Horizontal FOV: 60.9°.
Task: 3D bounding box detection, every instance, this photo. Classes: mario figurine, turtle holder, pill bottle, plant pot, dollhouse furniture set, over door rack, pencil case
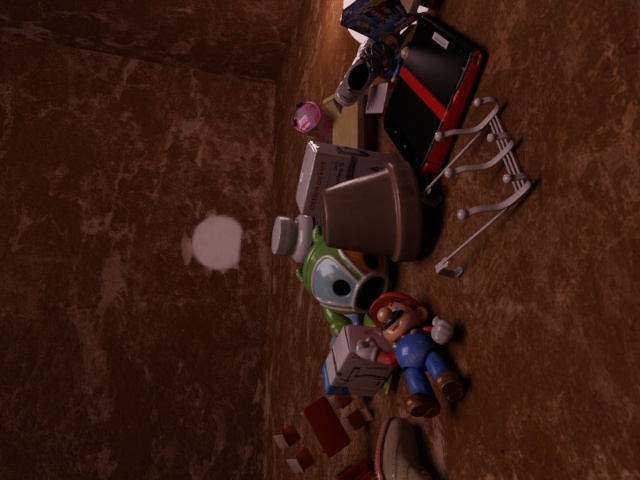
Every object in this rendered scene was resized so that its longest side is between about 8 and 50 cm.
[{"bbox_3d":[0.185,0.229,1.227,0.320,0.198,0.170,-113,11,-53],"label":"mario figurine"},{"bbox_3d":[0.066,0.122,1.592,0.320,0.243,0.227,-55,45,8],"label":"turtle holder"},{"bbox_3d":[0.000,0.000,1.778,0.169,0.302,0.169,-173,90,-75],"label":"pill bottle"},{"bbox_3d":[0.120,-0.066,1.394,0.263,0.229,0.263,175,90,-86],"label":"plant pot"},{"bbox_3d":[0.044,0.571,1.532,0.259,0.262,0.135,58,153,8],"label":"dollhouse furniture set"},{"bbox_3d":[0.289,-0.104,1.139,0.324,0.108,0.239,115,157,-49],"label":"over door rack"},{"bbox_3d":[0.006,-0.407,2.015,0.284,0.124,0.124,24,-114,-60],"label":"pencil case"}]

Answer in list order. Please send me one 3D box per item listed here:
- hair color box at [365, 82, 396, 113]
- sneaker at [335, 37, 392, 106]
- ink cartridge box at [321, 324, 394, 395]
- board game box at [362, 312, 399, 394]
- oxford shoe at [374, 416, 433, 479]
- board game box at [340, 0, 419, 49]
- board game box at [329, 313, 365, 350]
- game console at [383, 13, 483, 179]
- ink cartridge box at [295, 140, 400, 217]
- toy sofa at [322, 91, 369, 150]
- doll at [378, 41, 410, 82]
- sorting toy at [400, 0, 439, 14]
[{"bbox_3d":[0.198,-0.444,1.722,0.167,0.053,0.093,-140,58,-70],"label":"hair color box"},{"bbox_3d":[0.154,-0.551,1.721,0.281,0.105,0.115,-61,10,-5],"label":"sneaker"},{"bbox_3d":[0.104,0.320,1.433,0.086,0.148,0.203,-99,22,-44],"label":"ink cartridge box"},{"bbox_3d":[0.166,0.316,1.545,0.259,0.039,0.124,-122,41,-69],"label":"board game box"},{"bbox_3d":[0.217,0.546,1.164,0.146,0.140,0.397,-38,33,26],"label":"oxford shoe"},{"bbox_3d":[0.195,-0.665,1.635,0.194,0.194,0.060,-15,59,51],"label":"board game box"},{"bbox_3d":[0.089,0.316,1.842,0.145,0.027,0.281,-100,22,-49],"label":"board game box"},{"bbox_3d":[0.279,-0.375,1.415,0.386,0.060,0.342,-107,31,-55],"label":"game console"},{"bbox_3d":[0.082,-0.165,1.605,0.114,0.273,0.198,-111,31,-60],"label":"ink cartridge box"},{"bbox_3d":[0.117,-0.326,1.848,0.150,0.177,0.362,-20,61,46],"label":"toy sofa"},{"bbox_3d":[0.233,-0.534,1.633,0.189,0.046,0.129,-179,110,-75],"label":"doll"},{"bbox_3d":[0.290,-0.770,1.451,0.257,0.089,0.255,-99,22,-45],"label":"sorting toy"}]
